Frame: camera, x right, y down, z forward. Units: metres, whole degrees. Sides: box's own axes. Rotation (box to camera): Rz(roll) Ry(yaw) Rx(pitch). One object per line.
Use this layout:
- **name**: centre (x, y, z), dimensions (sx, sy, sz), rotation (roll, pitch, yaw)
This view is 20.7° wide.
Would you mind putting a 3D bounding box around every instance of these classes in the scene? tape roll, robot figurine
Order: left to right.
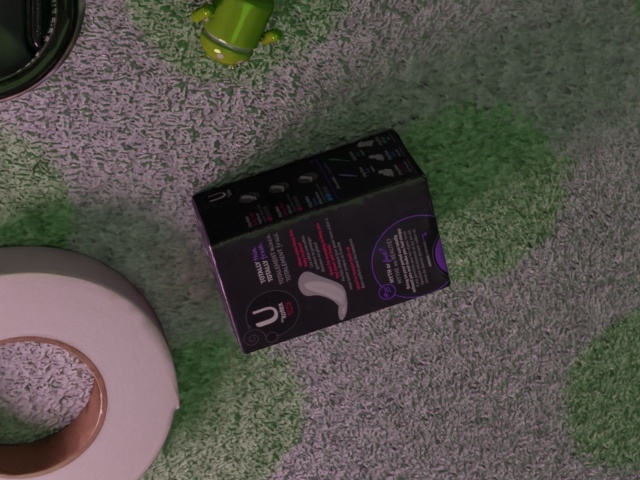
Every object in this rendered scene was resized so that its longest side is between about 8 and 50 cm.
- **tape roll**: centre (-0.370, 0.190, 2.163), dimensions (0.392, 0.072, 0.392), rotation (-7, 119, -12)
- **robot figurine**: centre (-0.096, -0.252, 2.000), dimensions (0.101, 0.067, 0.115), rotation (16, 113, -25)

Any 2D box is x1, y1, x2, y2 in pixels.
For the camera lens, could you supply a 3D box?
- **camera lens**: centre (-0.362, -0.279, 1.787), dimensions (0.219, 0.274, 0.219), rotation (-7, 119, -12)

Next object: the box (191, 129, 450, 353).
- **box**: centre (0.000, 0.000, 2.121), dimensions (0.270, 0.143, 0.165), rotation (-18, 119, -5)
